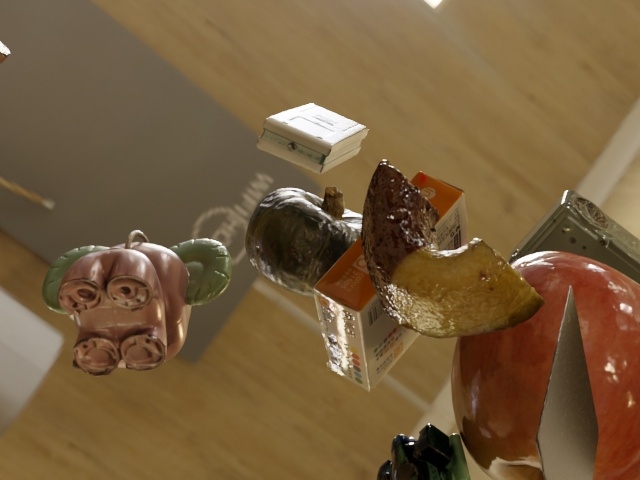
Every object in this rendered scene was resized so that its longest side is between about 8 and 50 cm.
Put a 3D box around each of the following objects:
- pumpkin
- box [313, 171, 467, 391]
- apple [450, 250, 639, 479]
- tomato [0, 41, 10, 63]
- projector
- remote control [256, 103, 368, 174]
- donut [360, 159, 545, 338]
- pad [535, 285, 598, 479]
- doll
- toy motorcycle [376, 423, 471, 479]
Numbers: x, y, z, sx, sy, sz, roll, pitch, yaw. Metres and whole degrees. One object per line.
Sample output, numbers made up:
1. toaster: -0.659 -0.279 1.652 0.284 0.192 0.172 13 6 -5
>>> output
1. pumpkin: 0.001 -0.003 1.985 0.260 0.260 0.189 -133 -119 -73
2. box: 0.114 0.062 1.737 0.274 0.091 0.221 -45 148 -28
3. apple: 0.360 0.215 1.709 0.364 0.364 0.364 -46 -162 20
4. tomato: -0.549 -0.303 1.643 0.085 0.225 0.225 -53 -163 5
5. projector: 0.470 0.061 2.006 0.192 0.256 0.099 -52 180 29
6. remote control: -0.008 -0.151 1.718 0.277 0.102 0.056 -40 153 -73
7. donut: 0.125 0.019 1.483 0.151 0.112 0.295 -42 -122 -9
8. pad: 0.283 0.220 1.309 0.004 0.220 0.330 -6 -157 21
9. doll: -0.273 0.065 1.680 0.268 0.284 0.216 -91 177 -57
10. toy motorcycle: 0.153 0.404 1.618 0.125 0.196 0.331 -45 -156 24
